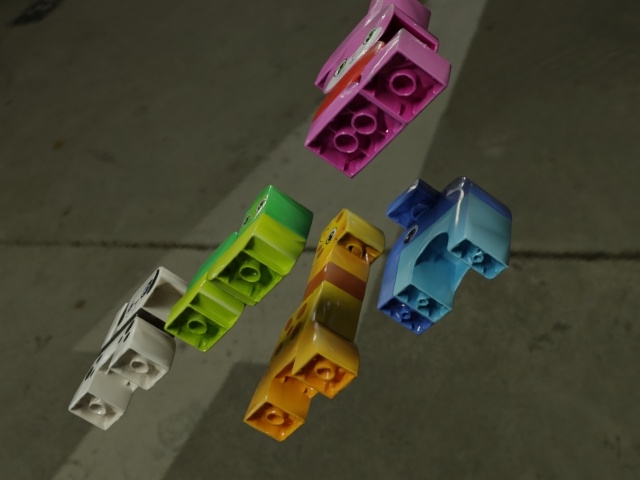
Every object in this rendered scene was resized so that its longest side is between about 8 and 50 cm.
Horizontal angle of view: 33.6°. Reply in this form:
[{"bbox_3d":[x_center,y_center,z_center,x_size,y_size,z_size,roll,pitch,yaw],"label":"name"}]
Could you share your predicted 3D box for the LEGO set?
[{"bbox_3d":[0.000,0.000,0.411,0.227,0.087,0.093,-44,20,39],"label":"LEGO set"}]
